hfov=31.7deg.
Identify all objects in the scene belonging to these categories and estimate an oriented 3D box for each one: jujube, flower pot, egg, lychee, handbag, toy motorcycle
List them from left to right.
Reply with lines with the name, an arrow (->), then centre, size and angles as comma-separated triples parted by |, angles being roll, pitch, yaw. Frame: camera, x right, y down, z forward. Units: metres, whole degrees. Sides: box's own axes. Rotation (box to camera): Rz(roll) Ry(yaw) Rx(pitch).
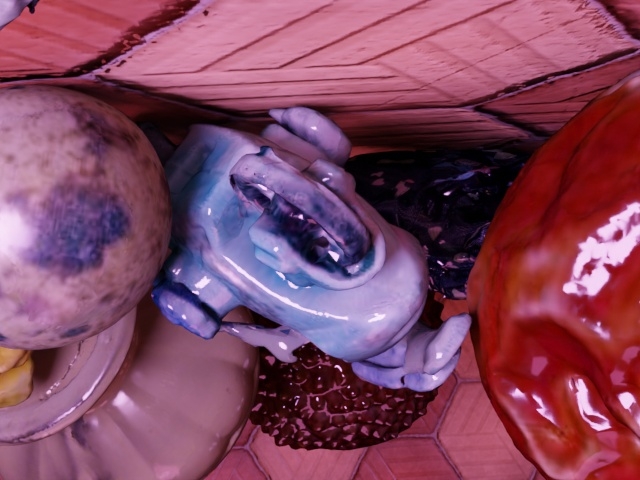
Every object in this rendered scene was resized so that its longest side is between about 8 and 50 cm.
egg -> -0.158, -0.012, 0.604 | 0.141, 0.141, 0.181 | 1, 179, -38
flower pot -> -0.225, 0.098, 1.052 | 0.307, 0.307, 0.244 | -5, 159, 14
toy motorcycle -> -0.020, 0.008, 0.680 | 0.206, 0.154, 0.260 | 46, 165, -30
lychee -> 0.019, 0.126, 1.467 | 0.306, 0.306, 0.330 | -3, 147, -6
handbag -> 0.128, -0.013, 0.831 | 0.260, 0.113, 0.162 | 1, -178, -41
jujube -> 0.266, 0.025, 0.598 | 0.377, 0.276, 0.276 | -4, 175, 24

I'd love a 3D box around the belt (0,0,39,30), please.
belt -> -0.127, -0.085, 0.289 | 0.105, 0.058, 0.140 | -7, 173, -24

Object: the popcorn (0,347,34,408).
popcorn -> -0.294, 0.040, 0.830 | 0.256, 0.195, 0.255 | -25, 172, 20
